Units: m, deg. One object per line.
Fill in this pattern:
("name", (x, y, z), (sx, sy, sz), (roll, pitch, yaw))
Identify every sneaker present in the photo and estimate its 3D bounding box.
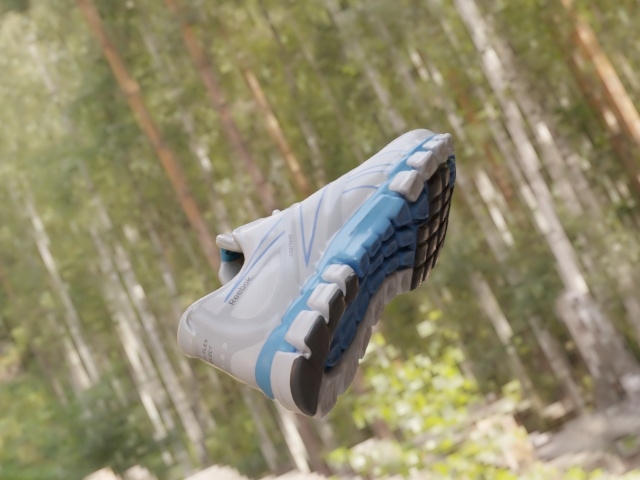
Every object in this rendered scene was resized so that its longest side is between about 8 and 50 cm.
("sneaker", (0.000, 0.000, 0.789), (0.191, 0.082, 0.071), (-47, -36, -49))
